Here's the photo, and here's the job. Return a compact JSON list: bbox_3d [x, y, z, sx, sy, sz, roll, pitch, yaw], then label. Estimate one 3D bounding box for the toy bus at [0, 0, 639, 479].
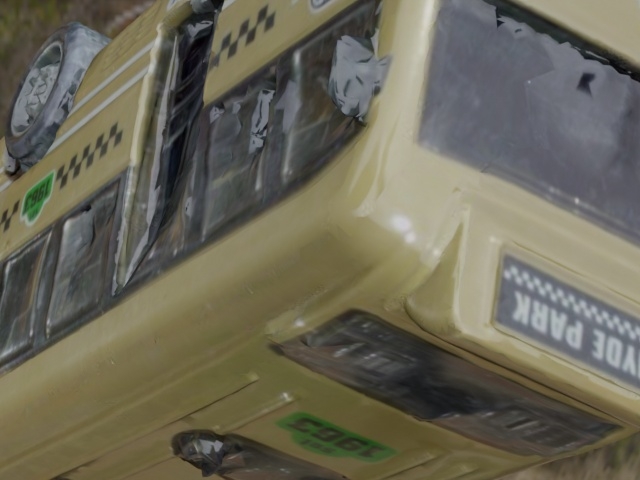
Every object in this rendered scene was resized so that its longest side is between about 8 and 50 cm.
[{"bbox_3d":[0.000,0.000,0.638,0.177,0.365,0.202,24,59,-25],"label":"toy bus"}]
